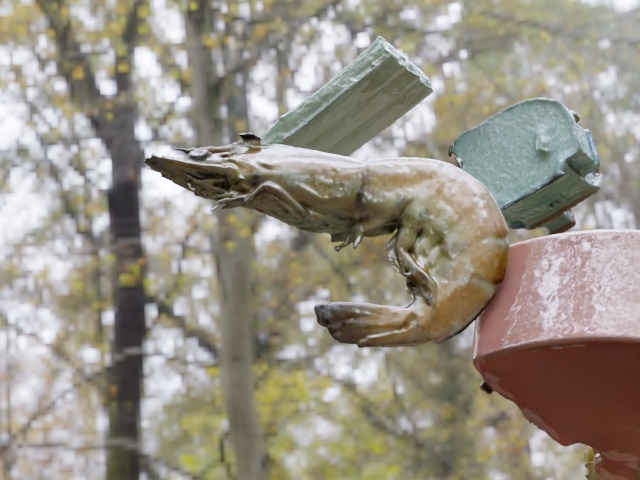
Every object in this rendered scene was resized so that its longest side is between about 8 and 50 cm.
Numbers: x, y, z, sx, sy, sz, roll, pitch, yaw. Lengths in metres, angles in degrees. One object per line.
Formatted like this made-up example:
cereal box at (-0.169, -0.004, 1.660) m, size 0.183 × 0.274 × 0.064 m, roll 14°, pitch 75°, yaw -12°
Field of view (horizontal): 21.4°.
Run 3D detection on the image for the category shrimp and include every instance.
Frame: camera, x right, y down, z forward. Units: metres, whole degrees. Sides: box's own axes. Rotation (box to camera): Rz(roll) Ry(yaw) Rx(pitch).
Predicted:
shrimp at (0.000, 0.000, 1.331) m, size 0.296 × 0.169 × 0.058 m, roll 7°, pitch -29°, yaw 3°

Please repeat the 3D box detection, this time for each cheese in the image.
cheese at (0.248, 0.081, 1.317) m, size 0.177 × 0.128 × 0.203 m, roll -27°, pitch -56°, yaw 39°

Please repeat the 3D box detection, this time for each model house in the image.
model house at (0.249, -0.071, 1.894) m, size 0.148 × 0.119 × 0.149 m, roll -30°, pitch -36°, yaw 20°

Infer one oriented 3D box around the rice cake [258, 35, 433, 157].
rice cake at (0.017, -0.135, 1.901) m, size 0.211 × 0.038 × 0.124 m, roll -40°, pitch -32°, yaw 12°

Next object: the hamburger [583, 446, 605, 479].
hamburger at (0.411, 0.220, 2.001) m, size 0.237 × 0.149 × 0.237 m, roll -1°, pitch -39°, yaw -1°
